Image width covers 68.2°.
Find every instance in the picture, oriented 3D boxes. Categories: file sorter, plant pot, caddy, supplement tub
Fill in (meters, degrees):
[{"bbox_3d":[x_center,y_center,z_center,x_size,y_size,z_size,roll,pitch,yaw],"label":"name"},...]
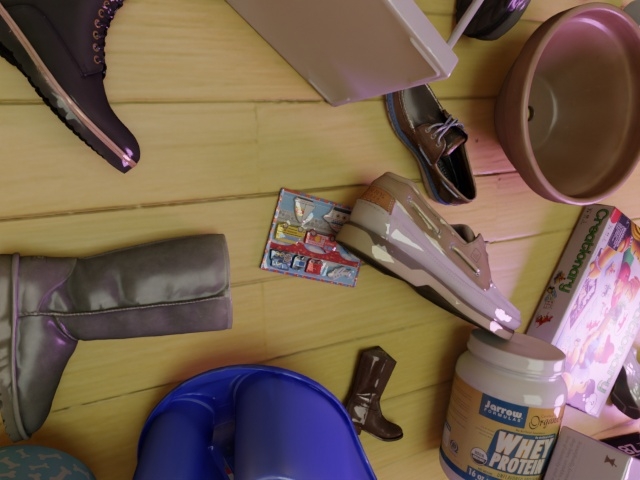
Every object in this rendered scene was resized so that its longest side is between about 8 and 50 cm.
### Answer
[{"bbox_3d":[0.007,-0.285,0.407,0.277,0.192,0.173,39,80,-26],"label":"file sorter"},{"bbox_3d":[0.308,-0.169,0.614,0.237,0.109,0.238,-6,104,-24],"label":"plant pot"},{"bbox_3d":[-0.058,0.295,0.504,0.241,0.179,0.342,-19,110,5],"label":"caddy"},{"bbox_3d":[0.249,0.235,0.648,0.144,0.144,0.200,4,98,-26],"label":"supplement tub"}]

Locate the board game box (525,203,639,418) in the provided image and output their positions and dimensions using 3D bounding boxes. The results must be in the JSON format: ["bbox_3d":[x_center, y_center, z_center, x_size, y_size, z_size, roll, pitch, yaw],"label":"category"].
[{"bbox_3d":[0.439,0.118,0.764,0.192,0.053,0.306,26,89,-27],"label":"board game box"}]

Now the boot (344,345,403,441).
[{"bbox_3d":[0.084,0.203,0.628,0.106,0.037,0.114,20,87,-29],"label":"boot"}]

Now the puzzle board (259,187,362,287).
[{"bbox_3d":[0.000,0.000,0.559,0.128,0.011,0.097,14,95,-27],"label":"puzzle board"}]

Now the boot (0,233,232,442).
[{"bbox_3d":[-0.192,0.088,0.462,0.208,0.076,0.190,-2,103,-32],"label":"boot"}]

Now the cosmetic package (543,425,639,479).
[{"bbox_3d":[0.376,0.333,0.637,0.231,0.085,0.117,34,78,-41],"label":"cosmetic package"}]

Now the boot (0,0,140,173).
[{"bbox_3d":[-0.190,-0.171,0.405,0.137,0.076,0.198,-43,116,-17],"label":"boot"}]

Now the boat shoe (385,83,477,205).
[{"bbox_3d":[0.144,-0.124,0.570,0.066,0.066,0.183,-40,114,-13],"label":"boat shoe"}]

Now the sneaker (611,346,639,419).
[{"bbox_3d":[0.556,0.254,0.847,0.061,0.053,0.152,-29,111,-20],"label":"sneaker"}]

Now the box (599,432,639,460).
[{"bbox_3d":[0.502,0.568,0.861,0.318,0.097,0.395,4,98,-22],"label":"box"}]

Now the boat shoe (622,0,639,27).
[{"bbox_3d":[0.460,-0.302,0.704,0.035,0.035,0.100,7,94,-53],"label":"boat shoe"}]

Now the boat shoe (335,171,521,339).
[{"bbox_3d":[0.161,0.029,0.583,0.302,0.113,0.103,32,85,-31],"label":"boat shoe"}]

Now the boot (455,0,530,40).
[{"bbox_3d":[0.319,-0.364,0.582,0.222,0.118,0.338,23,94,-32],"label":"boot"}]

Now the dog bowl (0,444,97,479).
[{"bbox_3d":[-0.313,0.302,0.411,0.297,0.074,0.166,-46,113,4],"label":"dog bowl"}]
